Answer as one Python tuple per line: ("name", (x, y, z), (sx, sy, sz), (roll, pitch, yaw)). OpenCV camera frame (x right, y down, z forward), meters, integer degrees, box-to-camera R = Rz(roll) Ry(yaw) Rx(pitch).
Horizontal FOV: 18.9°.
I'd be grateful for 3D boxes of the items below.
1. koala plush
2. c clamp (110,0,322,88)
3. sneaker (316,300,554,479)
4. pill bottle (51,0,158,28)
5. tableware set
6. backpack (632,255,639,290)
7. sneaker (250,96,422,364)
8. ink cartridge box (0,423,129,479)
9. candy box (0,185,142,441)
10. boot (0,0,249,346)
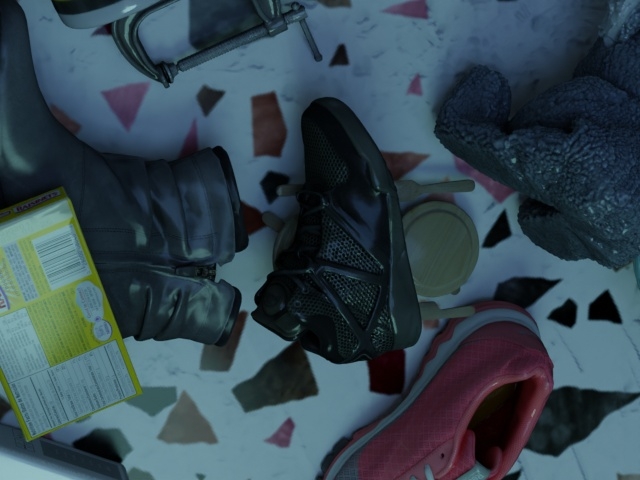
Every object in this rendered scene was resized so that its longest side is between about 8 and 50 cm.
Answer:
("koala plush", (0.255, -0.108, 1.639), (0.221, 0.203, 0.196), (-49, 117, -10))
("c clamp", (-0.087, -0.172, 1.585), (0.161, 0.022, 0.137), (-20, 132, -2))
("sneaker", (0.098, 0.199, 1.717), (0.116, 0.136, 0.314), (31, 98, -21))
("pill bottle", (-0.189, -0.279, 1.482), (0.119, 0.119, 0.208), (-27, 114, -5))
("tableware set", (0.045, 0.010, 1.693), (0.194, 0.039, 0.128), (-3, 97, -21))
("backpack", (0.405, 0.009, 1.706), (0.253, 0.191, 0.225), (-37, 111, -9))
("sneaker", (0.000, 0.000, 1.605), (0.130, 0.087, 0.227), (-19, 108, -24))
("ink cartridge box", (-0.348, 0.272, 1.658), (0.296, 0.066, 0.261), (22, 102, -21))
("candy box", (-0.220, 0.062, 1.542), (0.105, 0.027, 0.206), (-20, 125, -7))
("boot", (-0.178, -0.056, 1.579), (0.223, 0.118, 0.338), (-10, 122, -15))
